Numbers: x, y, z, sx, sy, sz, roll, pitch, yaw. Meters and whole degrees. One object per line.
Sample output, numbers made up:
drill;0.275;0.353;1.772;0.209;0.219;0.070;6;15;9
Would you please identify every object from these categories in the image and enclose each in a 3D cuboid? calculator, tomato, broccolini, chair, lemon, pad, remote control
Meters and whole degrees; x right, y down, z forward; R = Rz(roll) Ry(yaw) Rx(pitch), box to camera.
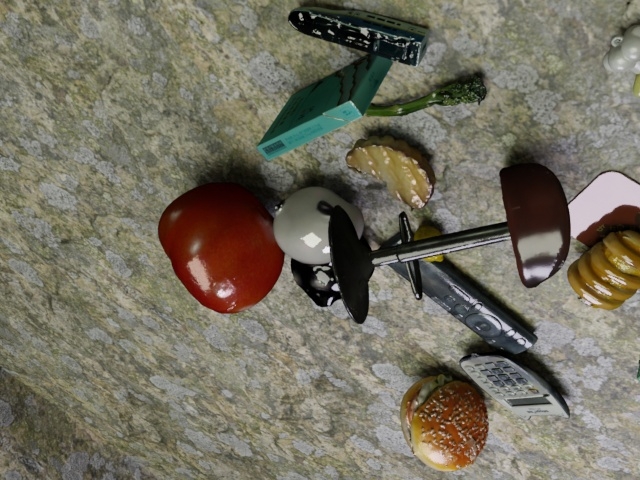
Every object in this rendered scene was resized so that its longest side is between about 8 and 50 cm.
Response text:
calculator;0.432;0.326;1.808;0.268;0.040;0.177;38;148;-23
tomato;-0.202;0.002;1.684;0.226;0.298;0.298;-39;114;4
broccolini;0.177;-0.241;1.375;0.239;0.051;0.054;-5;87;41
chair;0.234;0.004;1.406;0.401;0.226;0.226;-13;128;17
lemon;0.220;0.008;1.594;0.065;0.065;0.092;-11;122;38
pad;0.568;-0.012;1.421;0.267;0.004;0.181;30;141;-3
remote control;0.288;0.118;1.692;0.377;0.044;0.107;38;147;-12

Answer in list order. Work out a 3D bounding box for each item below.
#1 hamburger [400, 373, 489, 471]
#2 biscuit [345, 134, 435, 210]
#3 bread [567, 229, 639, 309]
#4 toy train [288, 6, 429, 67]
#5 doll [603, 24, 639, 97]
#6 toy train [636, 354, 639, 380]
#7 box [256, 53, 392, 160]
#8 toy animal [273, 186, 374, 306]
hamburger;0.293;0.434;1.900;0.237;0.237;0.147;32;156;-5
biscuit;0.147;-0.138;1.484;0.183;0.061;0.118;37;138;-14
bread;0.530;0.055;1.450;0.119;0.084;0.177;29;137;-3
toy train;0.060;-0.346;1.315;0.233;0.051;0.052;20;140;15
doll;0.488;-0.248;1.165;0.162;0.062;0.106;34;136;-6
toy train;0.725;0.200;1.450;0.202;0.145;0.266;29;140;3
box;0.006;-0.234;1.379;0.229;0.162;0.041;-19;122;42
toy animal;0.004;-0.003;1.630;0.187;0.165;0.235;-1;130;27
